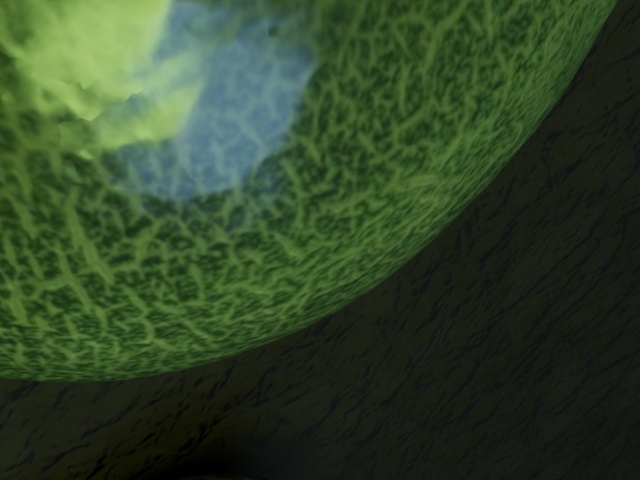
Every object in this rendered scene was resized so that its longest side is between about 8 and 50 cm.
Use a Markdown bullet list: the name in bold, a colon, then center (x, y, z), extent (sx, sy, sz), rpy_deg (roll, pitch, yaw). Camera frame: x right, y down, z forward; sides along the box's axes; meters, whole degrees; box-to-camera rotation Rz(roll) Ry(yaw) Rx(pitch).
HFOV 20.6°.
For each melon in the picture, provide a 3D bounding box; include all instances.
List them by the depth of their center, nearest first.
- **melon**: center (-0.038, -0.104, 0.516), extent (0.329, 0.248, 0.248), rpy_deg (-40, 150, -25)

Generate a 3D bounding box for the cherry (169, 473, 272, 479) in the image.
- **cherry**: center (-0.064, 0.240, 0.922), extent (0.236, 0.213, 0.285), rpy_deg (-37, 164, -22)
